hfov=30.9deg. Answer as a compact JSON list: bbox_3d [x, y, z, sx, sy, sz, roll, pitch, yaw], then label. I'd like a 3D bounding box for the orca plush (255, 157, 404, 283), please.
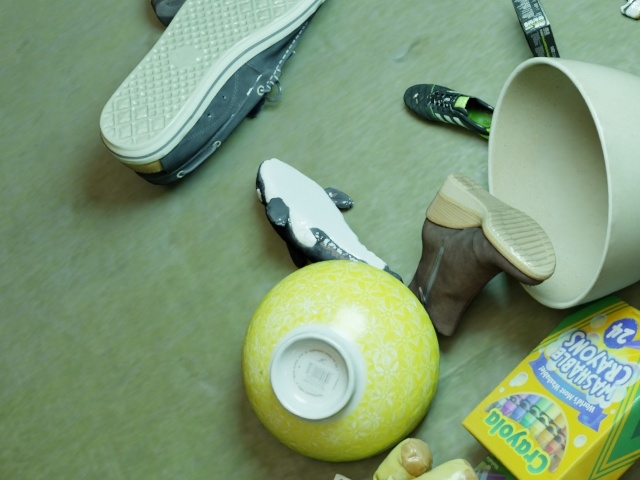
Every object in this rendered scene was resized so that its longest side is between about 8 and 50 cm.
[{"bbox_3d":[0.000,0.000,1.752,0.287,0.102,0.151,34,39,12],"label":"orca plush"}]

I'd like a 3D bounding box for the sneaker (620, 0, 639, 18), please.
[{"bbox_3d":[0.479,-0.378,1.753,0.037,0.032,0.083,19,78,20],"label":"sneaker"}]

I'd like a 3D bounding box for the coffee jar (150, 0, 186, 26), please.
[{"bbox_3d":[-0.253,-0.456,1.955,0.096,0.079,0.184,-22,68,8],"label":"coffee jar"}]

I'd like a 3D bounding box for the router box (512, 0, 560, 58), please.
[{"bbox_3d":[0.319,-0.326,1.732,0.038,0.122,0.092,-23,67,12],"label":"router box"}]

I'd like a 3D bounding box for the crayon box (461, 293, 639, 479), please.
[{"bbox_3d":[0.327,0.229,1.514,0.323,0.083,0.203,-45,30,-2],"label":"crayon box"}]

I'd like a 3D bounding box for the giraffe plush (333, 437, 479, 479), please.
[{"bbox_3d":[0.094,0.359,1.518,0.210,0.170,0.182,5,91,15],"label":"giraffe plush"}]

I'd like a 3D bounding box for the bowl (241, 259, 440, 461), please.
[{"bbox_3d":[0.009,0.176,1.588,0.289,0.156,0.290,1,93,15],"label":"bowl"}]

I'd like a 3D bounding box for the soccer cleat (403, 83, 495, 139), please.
[{"bbox_3d":[0.205,-0.203,1.749,0.178,0.072,0.060,23,80,21],"label":"soccer cleat"}]

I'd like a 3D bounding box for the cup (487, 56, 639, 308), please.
[{"bbox_3d":[0.401,-0.086,1.556,0.236,0.331,0.331,-6,68,-18],"label":"cup"}]

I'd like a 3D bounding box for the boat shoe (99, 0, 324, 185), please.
[{"bbox_3d":[-0.147,-0.287,1.837,0.186,0.156,0.500,30,71,27],"label":"boat shoe"}]

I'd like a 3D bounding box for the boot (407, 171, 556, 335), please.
[{"bbox_3d":[0.215,0.047,1.584,0.248,0.090,0.207,50,134,47],"label":"boot"}]
